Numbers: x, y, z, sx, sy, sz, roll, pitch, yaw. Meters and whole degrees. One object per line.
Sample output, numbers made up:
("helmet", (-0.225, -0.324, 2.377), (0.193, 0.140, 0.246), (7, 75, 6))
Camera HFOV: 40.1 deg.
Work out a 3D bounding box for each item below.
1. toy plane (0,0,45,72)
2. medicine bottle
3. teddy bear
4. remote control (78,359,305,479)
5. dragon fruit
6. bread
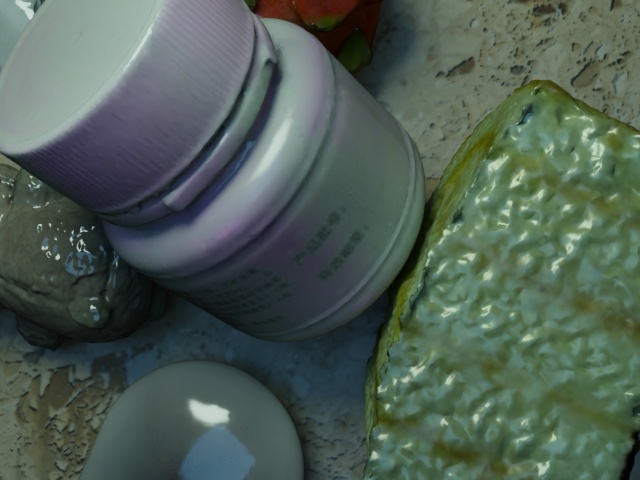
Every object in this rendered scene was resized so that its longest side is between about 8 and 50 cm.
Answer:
("toy plane", (-0.257, -0.177, 0.900), (0.252, 0.118, 0.252), (15, 124, 22))
("medicine bottle", (-0.089, -0.079, 0.761), (0.256, 0.325, 0.256), (-24, 48, 30))
("teddy bear", (-0.288, 0.013, 0.897), (0.267, 0.151, 0.235), (16, 115, 21))
("remote control", (-0.146, 0.283, 0.881), (0.221, 0.103, 0.332), (22, 85, 13))
("dragon fruit", (-0.028, -0.268, 0.873), (0.224, 0.227, 0.224), (-1, 71, 3))
("bread", (0.180, 0.079, 0.808), (0.239, 0.264, 0.395), (28, 90, -1))
